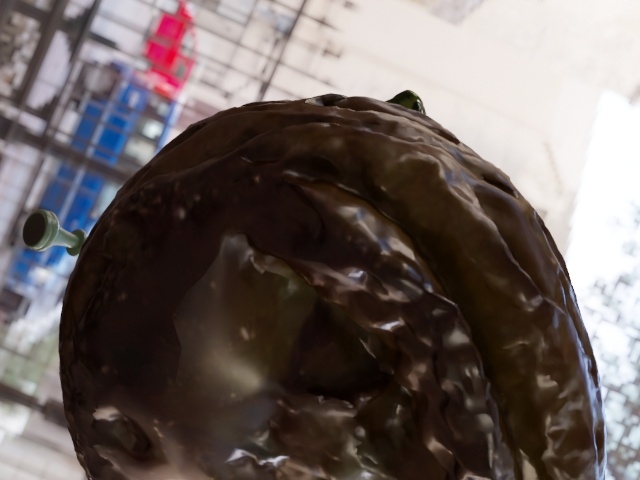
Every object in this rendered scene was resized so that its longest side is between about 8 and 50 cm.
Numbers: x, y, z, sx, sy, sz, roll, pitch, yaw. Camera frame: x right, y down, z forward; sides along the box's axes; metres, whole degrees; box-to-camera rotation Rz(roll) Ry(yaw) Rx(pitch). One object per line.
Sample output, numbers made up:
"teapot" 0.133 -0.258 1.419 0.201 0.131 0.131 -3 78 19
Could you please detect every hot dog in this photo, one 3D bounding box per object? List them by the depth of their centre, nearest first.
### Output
"hot dog" 0.019 0.093 0.789 0.387 0.266 0.174 76 28 -55

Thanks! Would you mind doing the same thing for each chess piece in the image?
"chess piece" -0.251 0.000 1.583 0.042 0.093 0.042 -18 -117 39

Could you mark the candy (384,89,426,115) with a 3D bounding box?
"candy" 0.000 0.000 1.180 0.246 0.069 0.149 -41 -134 54
